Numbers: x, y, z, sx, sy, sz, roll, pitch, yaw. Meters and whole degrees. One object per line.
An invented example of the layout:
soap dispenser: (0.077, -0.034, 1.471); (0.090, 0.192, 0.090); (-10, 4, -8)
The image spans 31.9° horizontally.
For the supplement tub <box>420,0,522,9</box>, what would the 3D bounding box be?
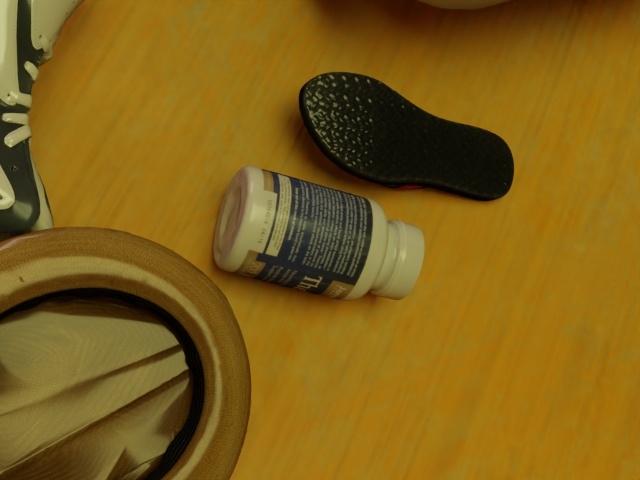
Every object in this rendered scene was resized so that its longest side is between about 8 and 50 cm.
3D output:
supplement tub: (0.151, -0.277, 0.747); (0.316, 0.228, 0.228); (-14, 81, -26)

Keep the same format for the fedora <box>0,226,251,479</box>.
fedora: (-0.135, 0.085, 0.595); (0.194, 0.079, 0.194); (1, 86, -19)

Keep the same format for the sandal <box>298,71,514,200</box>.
sandal: (0.055, -0.062, 0.754); (0.179, 0.040, 0.067); (16, 75, -34)

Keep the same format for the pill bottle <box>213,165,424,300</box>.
pill bottle: (0.000, 0.000, 0.691); (0.120, 0.067, 0.067); (15, 70, -19)

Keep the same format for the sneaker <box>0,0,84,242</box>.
sneaker: (-0.174, -0.062, 0.620); (0.153, 0.094, 0.235); (49, 63, -6)
